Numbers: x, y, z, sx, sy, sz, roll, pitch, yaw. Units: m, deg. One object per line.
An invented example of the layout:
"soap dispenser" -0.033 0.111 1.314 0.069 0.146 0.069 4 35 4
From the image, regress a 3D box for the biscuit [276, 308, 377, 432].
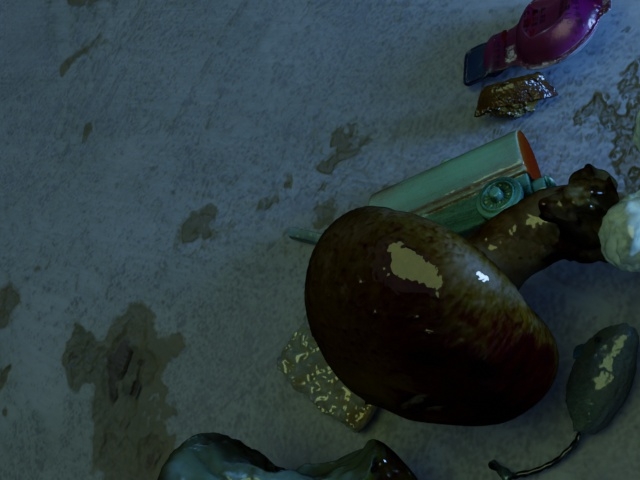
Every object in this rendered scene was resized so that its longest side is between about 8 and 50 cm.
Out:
"biscuit" 0.021 0.159 1.350 0.188 0.040 0.266 -24 58 25

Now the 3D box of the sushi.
"sushi" 0.275 -0.201 1.307 0.118 0.061 0.060 -10 99 34

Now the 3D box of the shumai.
"shumai" -0.009 0.405 1.122 0.323 0.324 0.398 -18 66 12

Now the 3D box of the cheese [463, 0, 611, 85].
"cheese" 0.307 -0.293 1.315 0.244 0.062 0.155 -24 44 39

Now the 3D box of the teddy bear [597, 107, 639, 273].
"teddy bear" 0.542 -0.006 0.885 0.362 0.375 0.328 -129 43 -54

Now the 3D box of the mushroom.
"mushroom" 0.154 0.046 1.103 0.334 0.331 0.356 19 90 50

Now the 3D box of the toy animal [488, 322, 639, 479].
"toy animal" 0.311 0.210 1.120 0.253 0.070 0.079 -58 21 14

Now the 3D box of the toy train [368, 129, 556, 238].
"toy train" 0.187 -0.046 1.280 0.285 0.116 0.177 -24 47 26

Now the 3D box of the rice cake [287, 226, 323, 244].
"rice cake" 0.000 0.000 1.438 0.121 0.022 0.022 13 77 37
